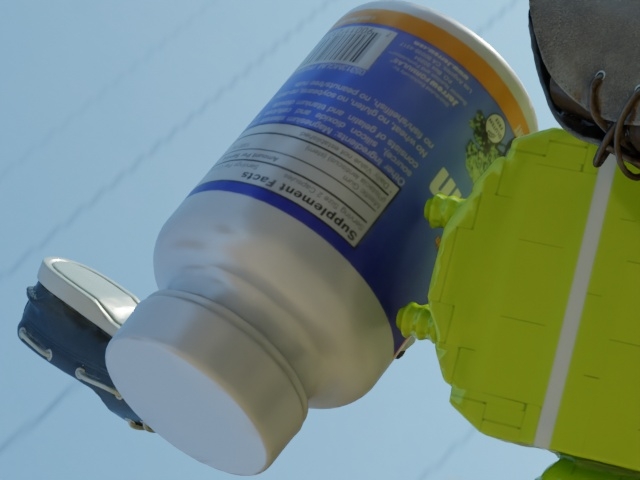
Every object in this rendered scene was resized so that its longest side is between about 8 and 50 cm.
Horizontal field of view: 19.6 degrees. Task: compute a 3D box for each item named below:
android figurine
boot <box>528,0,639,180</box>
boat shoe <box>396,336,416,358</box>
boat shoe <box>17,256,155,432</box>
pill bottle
[{"bbox_3d":[0.172,0.038,0.959,0.056,0.272,0.248,29,-108,-68],"label":"android figurine"},{"bbox_3d":[0.163,-0.044,0.828,0.115,0.305,0.112,-7,-47,-2],"label":"boot"},{"bbox_3d":[-0.002,0.044,1.220,0.133,0.049,0.042,29,-43,-15],"label":"boat shoe"},{"bbox_3d":[-0.165,0.126,1.737,0.114,0.302,0.091,6,-65,-54],"label":"boat shoe"},{"bbox_3d":[0.000,0.000,1.071,0.272,0.152,0.152,-53,-40,-29],"label":"pill bottle"}]
